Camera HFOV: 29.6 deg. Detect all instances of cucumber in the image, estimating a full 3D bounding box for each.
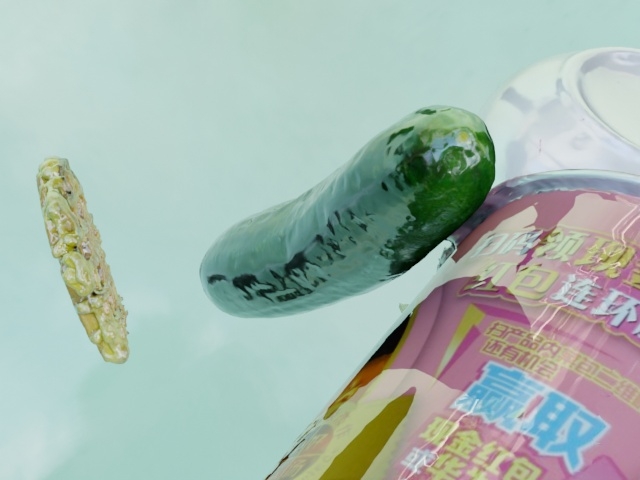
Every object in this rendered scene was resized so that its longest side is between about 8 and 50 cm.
[{"bbox_3d":[0.000,0.000,0.516,0.056,0.284,0.056,5,77,-21],"label":"cucumber"}]

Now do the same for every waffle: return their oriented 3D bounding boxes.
[{"bbox_3d":[-0.319,0.031,1.640,0.058,0.301,0.282,-21,124,-5],"label":"waffle"}]

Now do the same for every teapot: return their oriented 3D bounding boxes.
[{"bbox_3d":[0.179,-0.018,0.715,0.204,0.298,0.139,25,129,5],"label":"teapot"}]

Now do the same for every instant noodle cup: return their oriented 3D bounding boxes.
[{"bbox_3d":[0.064,0.131,0.431,0.255,0.244,0.244,-38,90,-33],"label":"instant noodle cup"}]

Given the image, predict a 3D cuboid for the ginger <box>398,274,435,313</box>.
[{"bbox_3d":[0.087,0.056,0.687,0.044,0.137,0.057,-33,121,-7],"label":"ginger"}]
